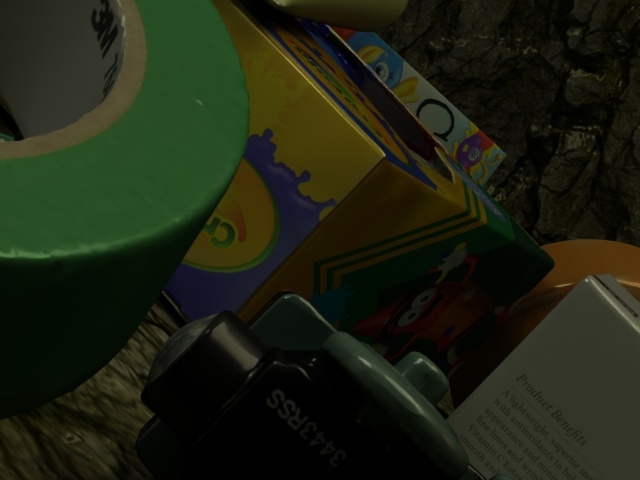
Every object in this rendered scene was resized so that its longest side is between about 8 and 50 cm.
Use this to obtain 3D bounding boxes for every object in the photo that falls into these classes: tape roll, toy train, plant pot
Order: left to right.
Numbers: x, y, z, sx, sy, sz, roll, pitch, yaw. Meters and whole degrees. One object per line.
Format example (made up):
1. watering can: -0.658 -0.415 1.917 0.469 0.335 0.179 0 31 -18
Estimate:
1. tape roll: -0.180 -0.080 0.645 0.321 0.077 0.321 25 31 -16
2. toy train: 0.056 0.155 0.842 0.334 0.142 0.190 44 -1 -3
3. plant pot: 0.202 0.134 1.474 0.205 0.205 0.188 40 24 -25

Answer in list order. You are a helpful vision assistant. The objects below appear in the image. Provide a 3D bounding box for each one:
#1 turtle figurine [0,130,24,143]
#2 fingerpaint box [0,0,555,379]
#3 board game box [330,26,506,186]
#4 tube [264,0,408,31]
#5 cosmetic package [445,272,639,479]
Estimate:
1. turtle figurine: -0.171 -0.049 0.798 0.175 0.118 0.234 41 18 34
2. fingerpaint box: -0.081 -0.111 1.362 0.445 0.163 0.371 47 9 23
3. board game box: 0.011 -0.117 1.817 0.275 0.144 0.142 39 -5 -31
4. tube: -0.012 -0.168 1.242 0.070 0.062 0.240 1 2 21
5. cosmetic package: 0.164 0.136 1.244 0.151 0.184 0.151 46 8 9
